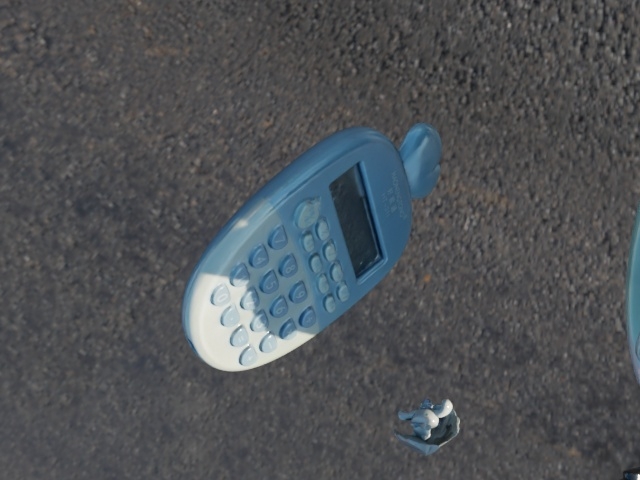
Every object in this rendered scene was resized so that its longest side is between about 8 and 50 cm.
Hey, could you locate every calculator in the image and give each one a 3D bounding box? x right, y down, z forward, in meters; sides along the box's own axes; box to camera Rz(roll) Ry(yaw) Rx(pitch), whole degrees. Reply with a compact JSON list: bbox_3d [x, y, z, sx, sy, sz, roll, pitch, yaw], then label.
[{"bbox_3d":[0.000,0.000,0.893,0.042,0.302,0.188,32,153,38],"label":"calculator"}]

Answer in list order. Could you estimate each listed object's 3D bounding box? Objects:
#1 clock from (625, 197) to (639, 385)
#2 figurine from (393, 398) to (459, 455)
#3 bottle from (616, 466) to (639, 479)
[{"bbox_3d":[0.308,0.015,0.677,0.108,0.324,0.265,13,97,40],"label":"clock"},{"bbox_3d":[0.158,0.276,1.483,0.094,0.086,0.082,15,159,40],"label":"figurine"},{"bbox_3d":[0.424,0.281,1.090,0.072,0.244,0.082,-5,88,64],"label":"bottle"}]
